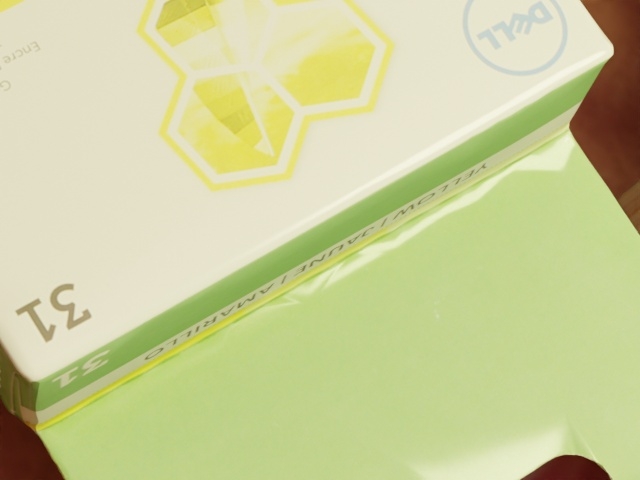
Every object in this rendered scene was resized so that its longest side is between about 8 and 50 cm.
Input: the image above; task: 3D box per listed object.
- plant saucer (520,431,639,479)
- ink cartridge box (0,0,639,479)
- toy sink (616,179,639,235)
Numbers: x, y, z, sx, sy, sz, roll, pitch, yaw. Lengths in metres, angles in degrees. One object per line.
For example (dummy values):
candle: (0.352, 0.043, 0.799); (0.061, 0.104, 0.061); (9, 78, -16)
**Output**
plant saucer: (0.166, 0.150, 0.520); (0.332, 0.084, 0.332); (6, 69, -15)
ink cartridge box: (0.000, 0.000, 0.461); (0.171, 0.056, 0.235); (-29, 75, -17)
toy sink: (0.194, -0.093, 0.578); (0.234, 0.153, 0.131); (-12, 75, -20)
